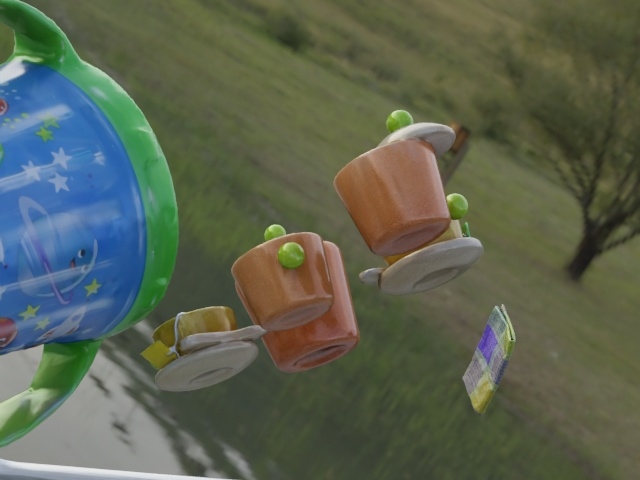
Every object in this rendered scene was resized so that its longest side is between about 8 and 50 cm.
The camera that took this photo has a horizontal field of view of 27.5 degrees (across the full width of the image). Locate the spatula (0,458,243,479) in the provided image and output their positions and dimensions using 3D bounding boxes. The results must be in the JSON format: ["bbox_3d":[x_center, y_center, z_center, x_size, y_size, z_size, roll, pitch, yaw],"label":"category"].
[{"bbox_3d":[-0.070,0.118,0.516,0.242,0.019,0.168,2,-32,23],"label":"spatula"}]

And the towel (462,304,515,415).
[{"bbox_3d":[0.144,0.103,1.121,0.009,0.083,0.060,13,30,-14],"label":"towel"}]

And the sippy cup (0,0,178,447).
[{"bbox_3d":[-0.263,-0.008,0.965,0.224,0.240,0.305,-23,82,-50],"label":"sippy cup"}]

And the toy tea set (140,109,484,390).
[{"bbox_3d":[0.000,0.000,1.016,0.200,0.336,0.124,-1,63,-45],"label":"toy tea set"}]
